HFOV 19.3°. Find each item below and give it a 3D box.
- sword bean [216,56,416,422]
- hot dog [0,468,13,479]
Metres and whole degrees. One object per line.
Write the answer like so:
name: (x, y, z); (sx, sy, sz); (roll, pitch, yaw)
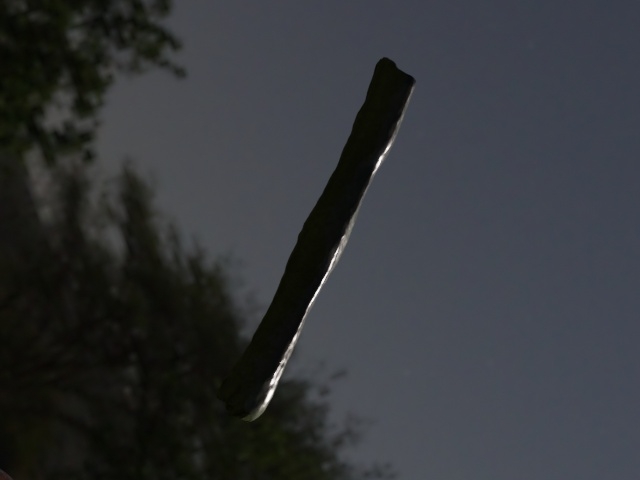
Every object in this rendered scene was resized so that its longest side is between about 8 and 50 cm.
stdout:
sword bean: (0.000, 0.001, 1.284); (0.038, 0.269, 0.043); (19, -13, 33)
hot dog: (-0.313, 0.270, 1.460); (0.387, 0.267, 0.174); (48, -39, -16)
